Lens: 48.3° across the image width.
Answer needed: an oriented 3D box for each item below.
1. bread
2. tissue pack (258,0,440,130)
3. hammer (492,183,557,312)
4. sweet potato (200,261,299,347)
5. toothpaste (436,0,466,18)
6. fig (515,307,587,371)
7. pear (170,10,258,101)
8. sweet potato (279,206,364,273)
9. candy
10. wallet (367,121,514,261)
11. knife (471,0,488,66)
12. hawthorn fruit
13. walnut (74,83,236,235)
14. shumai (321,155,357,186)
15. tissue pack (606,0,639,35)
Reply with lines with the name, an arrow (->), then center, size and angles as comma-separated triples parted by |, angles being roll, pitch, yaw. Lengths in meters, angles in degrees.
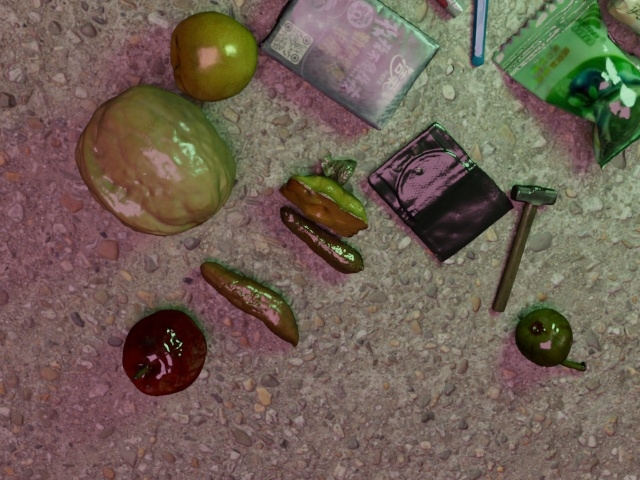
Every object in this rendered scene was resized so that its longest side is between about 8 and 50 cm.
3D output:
bread -> 0.014, -0.097, 1.805 | 0.233, 0.161, 0.088 | 29, 64, -13
tissue pack -> 0.067, -0.459, 1.692 | 0.361, 0.122, 0.259 | 32, 109, -11
hammer -> 0.518, 0.028, 1.887 | 0.111, 0.043, 0.365 | 6, 113, -12
sweet potato -> -0.170, 0.162, 1.929 | 0.355, 0.095, 0.106 | 40, 133, -13
toothpaste -> 0.265, -0.608, 1.674 | 0.067, 0.043, 0.194 | -42, 98, 17
fig -> 0.633, 0.292, 1.961 | 0.151, 0.151, 0.259 | -35, 132, 13
pear -> -0.244, -0.429, 1.666 | 0.209, 0.209, 0.208 | 0, 109, 1
sweet potato -> 0.000, 0.000, 1.880 | 0.273, 0.075, 0.075 | 37, 106, -8
candy -> 0.634, -0.387, 1.681 | 0.398, 0.172, 0.263 | 44, 107, -2
wallet -> 0.311, -0.122, 1.844 | 0.247, 0.041, 0.323 | -40, 110, 15
knife -> 0.378, -0.563, 1.694 | 0.044, 0.026, 0.296 | 1, 112, 4
hawthorn fruit -> -0.435, 0.317, 1.905 | 0.211, 0.266, 0.230 | -1, 107, 21
walnut -> -0.390, -0.181, 1.694 | 0.382, 0.381, 0.380 | 0, 109, 1
shumai -> 0.042, -0.185, 1.812 | 0.080, 0.082, 0.083 | 37, 84, -10
tissue pack -> 0.860, -0.562, 1.579 | 0.376, 0.195, 0.390 | 33, 91, -15
